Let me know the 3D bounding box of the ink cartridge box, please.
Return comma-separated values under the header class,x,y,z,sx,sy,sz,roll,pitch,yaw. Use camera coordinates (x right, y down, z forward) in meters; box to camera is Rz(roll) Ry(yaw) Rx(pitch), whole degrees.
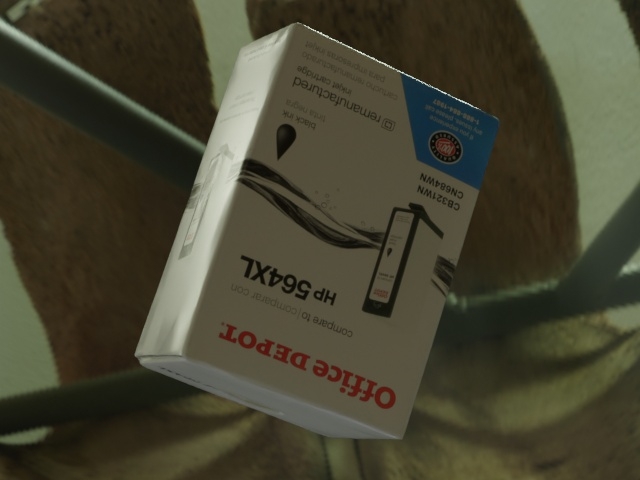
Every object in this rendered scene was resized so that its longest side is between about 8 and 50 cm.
class,x,y,z,sx,sy,sz,roll,pitch,yaw
ink cartridge box,0.000,0.000,0.926,0.148,0.086,0.203,22,-104,-23
